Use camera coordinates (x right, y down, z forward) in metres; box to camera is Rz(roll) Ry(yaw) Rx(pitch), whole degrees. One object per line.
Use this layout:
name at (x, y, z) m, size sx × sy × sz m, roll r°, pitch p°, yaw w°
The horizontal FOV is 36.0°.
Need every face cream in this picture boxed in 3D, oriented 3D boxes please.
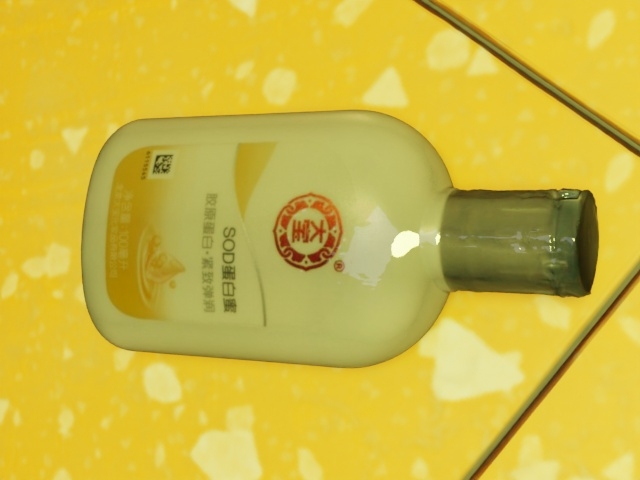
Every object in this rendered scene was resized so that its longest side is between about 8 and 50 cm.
face cream at (0.000, 0.000, 0.538) m, size 0.291 × 0.071 × 0.144 m, roll 3°, pitch 86°, yaw 26°
